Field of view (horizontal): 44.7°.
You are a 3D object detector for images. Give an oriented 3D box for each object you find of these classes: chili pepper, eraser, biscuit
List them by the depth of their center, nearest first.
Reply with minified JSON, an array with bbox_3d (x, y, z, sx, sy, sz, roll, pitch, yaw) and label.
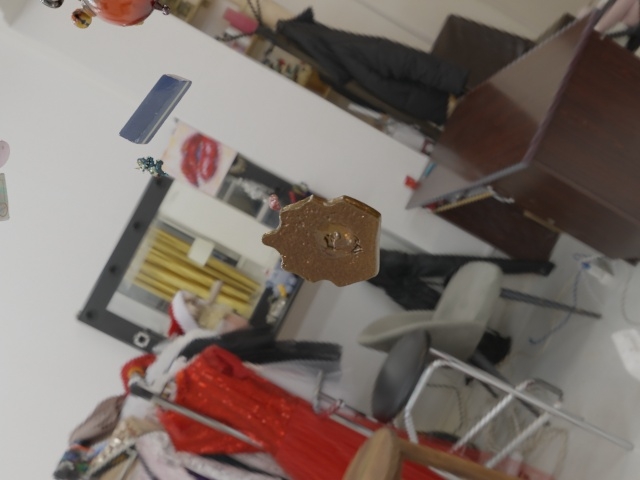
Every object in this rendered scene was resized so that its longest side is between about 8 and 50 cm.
[{"bbox_3d":[0.000,-0.001,1.396,0.034,0.215,0.182,-76,-12,-60],"label":"biscuit"},{"bbox_3d":[-0.422,-0.339,1.992,0.225,0.082,0.036,-57,-33,-11],"label":"eraser"},{"bbox_3d":[-0.123,-0.102,2.091,0.027,0.045,0.178,-19,4,-5],"label":"chili pepper"}]

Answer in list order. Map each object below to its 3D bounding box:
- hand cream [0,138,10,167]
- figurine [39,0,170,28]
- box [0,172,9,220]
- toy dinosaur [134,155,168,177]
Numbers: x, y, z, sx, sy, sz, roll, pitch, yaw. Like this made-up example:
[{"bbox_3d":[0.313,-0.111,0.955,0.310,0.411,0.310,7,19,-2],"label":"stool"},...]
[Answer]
[{"bbox_3d":[-0.835,-0.243,1.720,0.070,0.312,0.111,-67,-16,-2],"label":"hand cream"},{"bbox_3d":[-0.576,-0.703,2.115,0.320,0.323,0.196,-59,45,26],"label":"figurine"},{"bbox_3d":[-0.917,-0.101,2.003,0.269,0.079,0.135,-27,-65,-73],"label":"box"},{"bbox_3d":[-0.412,-0.178,1.906,0.030,0.083,0.047,-50,32,40],"label":"toy dinosaur"}]
